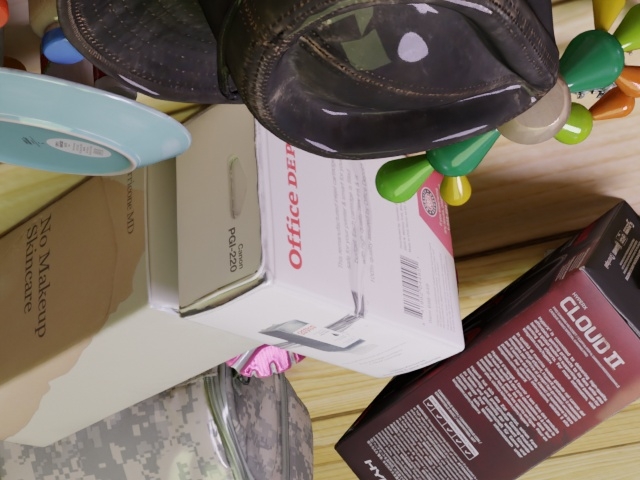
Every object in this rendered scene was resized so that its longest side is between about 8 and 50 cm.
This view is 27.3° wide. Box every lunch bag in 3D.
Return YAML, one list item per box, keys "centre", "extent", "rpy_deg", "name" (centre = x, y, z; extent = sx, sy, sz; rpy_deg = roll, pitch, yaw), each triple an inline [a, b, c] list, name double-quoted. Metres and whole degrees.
- centre: [-0.182, 0.206, 1.344]
  extent: [0.305, 0.212, 0.256]
  rpy_deg: [-12, 137, 14]
  name: "lunch bag"

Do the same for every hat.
- centre: [0.041, -0.123, 0.659]
  extent: [0.331, 0.134, 0.331]
  rpy_deg: [-20, 154, -10]
  name: "hat"

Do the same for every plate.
- centre: [-0.170, -0.065, 0.782]
  extent: [0.188, 0.024, 0.188]
  rpy_deg: [8, 169, 2]
  name: "plate"

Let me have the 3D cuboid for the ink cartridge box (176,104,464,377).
- centre: [0.000, 0.000, 0.980]
  extent: [0.092, 0.158, 0.218]
  rpy_deg: [-24, 148, 35]
  name: "ink cartridge box"

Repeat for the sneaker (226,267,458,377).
- centre: [0.005, 0.048, 1.167]
  extent: [0.252, 0.103, 0.111]
  rpy_deg: [-6, -168, -28]
  name: "sneaker"

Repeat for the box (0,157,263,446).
- centre: [-0.186, 0.054, 1.080]
  extent: [0.121, 0.148, 0.311]
  rpy_deg: [19, 144, -40]
  name: "box"

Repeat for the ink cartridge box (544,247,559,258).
- centre: [0.272, 0.060, 1.264]
  extent: [0.109, 0.063, 0.150]
  rpy_deg: [-8, 154, 6]
  name: "ink cartridge box"

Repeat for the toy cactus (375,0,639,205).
- centre: [0.127, -0.095, 0.827]
  extent: [0.219, 0.112, 0.180]
  rpy_deg: [-21, -177, 5]
  name: "toy cactus"

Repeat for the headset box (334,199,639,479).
- centre: [0.179, 0.096, 1.091]
  extent: [0.293, 0.110, 0.218]
  rpy_deg: [-40, 179, 27]
  name: "headset box"

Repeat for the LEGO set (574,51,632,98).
- centre: [0.205, -0.116, 0.930]
  extent: [0.054, 0.023, 0.083]
  rpy_deg: [16, 148, -37]
  name: "LEGO set"

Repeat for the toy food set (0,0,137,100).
- centre: [-0.167, -0.111, 0.770]
  extent: [0.111, 0.104, 0.232]
  rpy_deg: [-1, 152, -16]
  name: "toy food set"
